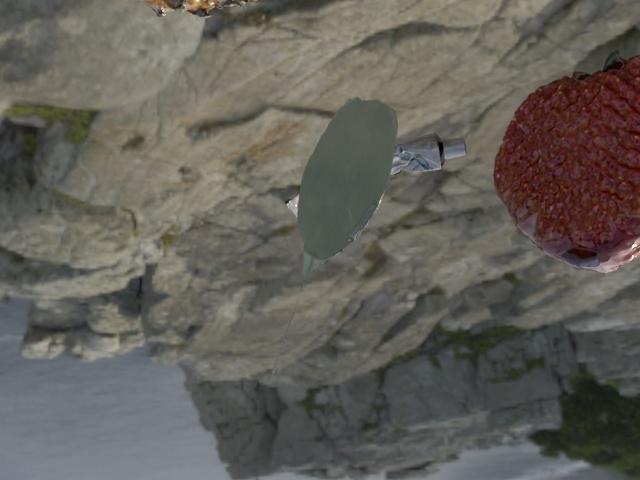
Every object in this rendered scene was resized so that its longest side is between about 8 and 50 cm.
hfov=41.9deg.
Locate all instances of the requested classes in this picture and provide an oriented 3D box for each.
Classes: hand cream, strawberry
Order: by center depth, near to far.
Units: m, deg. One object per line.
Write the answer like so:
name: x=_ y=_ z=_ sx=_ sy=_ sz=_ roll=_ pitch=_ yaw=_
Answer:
hand cream: x=0.079 y=-0.089 z=1.154 sx=0.257 sy=0.050 sz=0.084 roll=-23 pitch=147 yaw=7
strawberry: x=0.417 y=-0.099 z=1.253 sx=0.312 sy=0.351 sz=0.267 roll=-6 pitch=139 yaw=34

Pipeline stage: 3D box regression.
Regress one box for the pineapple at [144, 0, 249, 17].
pineapple: x=-0.066 y=-0.231 z=0.540 sx=0.176 sy=0.161 sz=0.137 roll=-8 pitch=-167 yaw=-38

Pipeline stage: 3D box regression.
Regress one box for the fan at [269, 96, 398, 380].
fan: x=0.001 y=0.000 z=0.858 sx=0.010 sy=0.310 sz=0.182 roll=19 pitch=-177 yaw=-28
